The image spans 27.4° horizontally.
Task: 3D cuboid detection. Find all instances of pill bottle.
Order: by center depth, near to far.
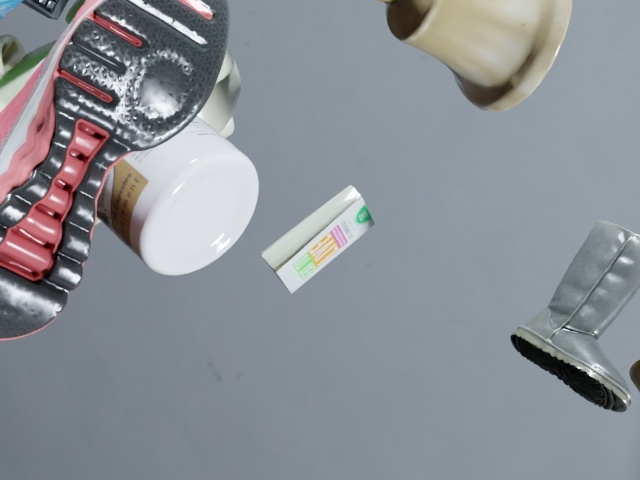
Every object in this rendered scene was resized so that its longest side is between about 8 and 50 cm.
[{"bbox_3d":[-0.174,-0.081,1.207,0.229,0.131,0.131,40,119,32],"label":"pill bottle"}]

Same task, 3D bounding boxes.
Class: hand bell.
[{"bbox_3d":[0.024,-0.166,0.818,0.126,0.242,0.126,-29,56,56],"label":"hand bell"}]

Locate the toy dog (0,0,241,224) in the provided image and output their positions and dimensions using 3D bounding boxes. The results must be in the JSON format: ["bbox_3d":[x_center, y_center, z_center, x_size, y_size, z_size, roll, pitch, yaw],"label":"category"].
[{"bbox_3d":[-0.306,-0.114,1.575,0.395,0.408,0.285,27,147,54],"label":"toy dog"}]

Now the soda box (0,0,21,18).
[{"bbox_3d":[-0.270,-0.237,1.075,0.067,0.210,0.071,-41,99,-6],"label":"soda box"}]

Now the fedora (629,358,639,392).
[{"bbox_3d":[0.386,0.134,1.405,0.079,0.194,0.194,38,117,17],"label":"fedora"}]

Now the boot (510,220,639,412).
[{"bbox_3d":[0.364,0.091,1.645,0.189,0.208,0.076,37,158,28],"label":"boot"}]

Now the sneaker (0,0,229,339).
[{"bbox_3d":[-0.192,-0.087,0.952,0.314,0.116,0.136,-56,40,-2],"label":"sneaker"}]

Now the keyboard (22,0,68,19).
[{"bbox_3d":[-0.320,-0.346,1.527,0.108,0.180,0.023,29,144,-15],"label":"keyboard"}]

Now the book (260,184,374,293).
[{"bbox_3d":[0.000,0.000,1.683,0.144,0.096,0.035,-40,64,-4],"label":"book"}]
